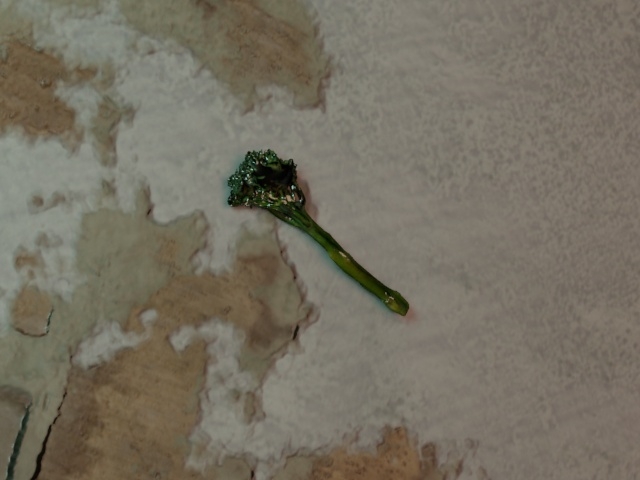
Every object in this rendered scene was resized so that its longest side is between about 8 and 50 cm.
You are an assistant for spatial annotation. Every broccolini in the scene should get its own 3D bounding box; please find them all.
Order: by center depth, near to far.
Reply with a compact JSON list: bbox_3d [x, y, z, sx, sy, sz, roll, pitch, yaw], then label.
[{"bbox_3d":[0.000,-0.005,1.810,0.254,0.071,0.057,43,26,-30],"label":"broccolini"}]
